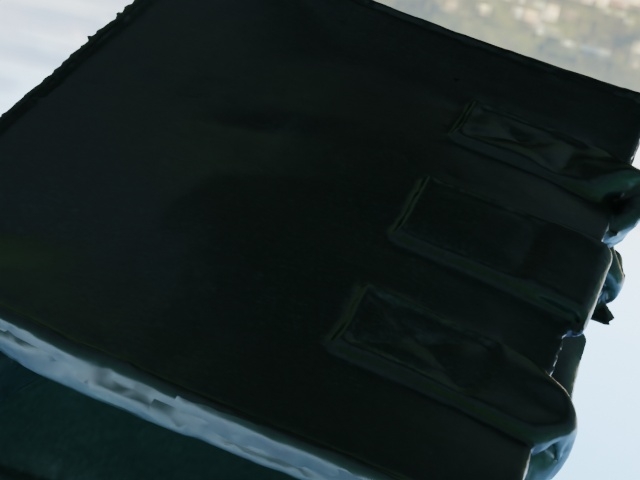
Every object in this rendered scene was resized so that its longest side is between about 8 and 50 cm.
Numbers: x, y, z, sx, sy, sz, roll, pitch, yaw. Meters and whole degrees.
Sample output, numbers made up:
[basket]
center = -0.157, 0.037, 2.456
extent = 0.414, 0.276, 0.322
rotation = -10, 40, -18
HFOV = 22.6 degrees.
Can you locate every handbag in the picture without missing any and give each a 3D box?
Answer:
[handbag]
center = -0.001, 0.000, 0.629
extent = 0.238, 0.089, 0.326
rotation = 21, -147, 10
